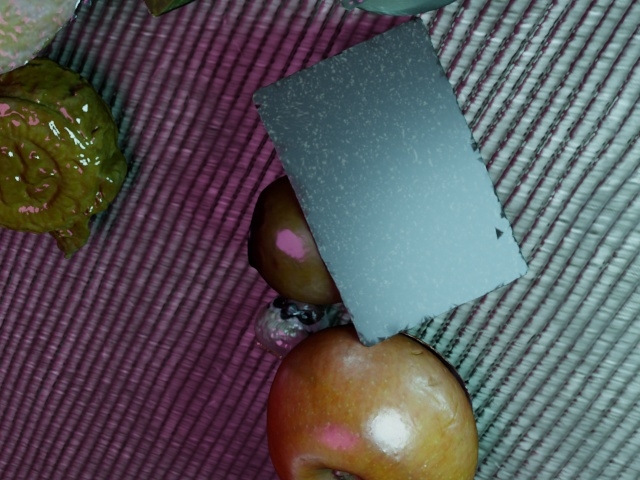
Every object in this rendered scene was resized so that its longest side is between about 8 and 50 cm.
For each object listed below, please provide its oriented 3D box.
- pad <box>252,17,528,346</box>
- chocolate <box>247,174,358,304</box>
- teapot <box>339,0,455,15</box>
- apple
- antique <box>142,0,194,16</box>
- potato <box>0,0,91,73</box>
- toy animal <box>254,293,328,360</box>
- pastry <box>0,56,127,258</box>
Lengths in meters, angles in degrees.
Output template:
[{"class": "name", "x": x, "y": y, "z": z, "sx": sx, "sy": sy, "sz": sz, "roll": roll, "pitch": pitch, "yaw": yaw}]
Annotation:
[{"class": "pad", "x": 0.083, "y": -0.065, "z": 1.705, "sx": 0.220, "sy": 0.004, "sz": 0.330, "roll": -24, "pitch": 98, "yaw": -3}, {"class": "chocolate", "x": 0.000, "y": 0.000, "z": 1.785, "sx": 0.176, "sy": 0.176, "sz": 0.177, "roll": 13, "pitch": 117, "yaw": 27}, {"class": "teapot", "x": 0.096, "y": -0.368, "z": 1.498, "sx": 0.239, "sy": 0.239, "sz": 0.321, "roll": 40, "pitch": 115, "yaw": -2}, {"class": "apple", "x": 0.057, "y": 0.237, "z": 1.791, "sx": 0.251, "sy": 0.206, "sz": 0.272, "roll": -16, "pitch": 120, "yaw": 23}, {"class": "antique", "x": -0.217, "y": -0.391, "z": 1.791, "sx": 0.081, "sy": 0.080, "sz": 0.221, "roll": -32, "pitch": 92, "yaw": 39}, {"class": "potato", "x": -0.414, "y": -0.351, "z": 1.848, "sx": 0.288, "sy": 0.237, "sz": 0.301, "roll": -3, "pitch": 98, "yaw": -2}, {"class": "toy animal", "x": -0.029, "y": 0.114, "z": 1.904, "sx": 0.098, "sy": 0.137, "sz": 0.098, "roll": -4, "pitch": 73, "yaw": 14}, {"class": "pastry", "x": -0.375, "y": -0.126, "z": 1.966, "sx": 0.235, "sy": 0.132, "sz": 0.240, "roll": 27, "pitch": 130, "yaw": -13}]
